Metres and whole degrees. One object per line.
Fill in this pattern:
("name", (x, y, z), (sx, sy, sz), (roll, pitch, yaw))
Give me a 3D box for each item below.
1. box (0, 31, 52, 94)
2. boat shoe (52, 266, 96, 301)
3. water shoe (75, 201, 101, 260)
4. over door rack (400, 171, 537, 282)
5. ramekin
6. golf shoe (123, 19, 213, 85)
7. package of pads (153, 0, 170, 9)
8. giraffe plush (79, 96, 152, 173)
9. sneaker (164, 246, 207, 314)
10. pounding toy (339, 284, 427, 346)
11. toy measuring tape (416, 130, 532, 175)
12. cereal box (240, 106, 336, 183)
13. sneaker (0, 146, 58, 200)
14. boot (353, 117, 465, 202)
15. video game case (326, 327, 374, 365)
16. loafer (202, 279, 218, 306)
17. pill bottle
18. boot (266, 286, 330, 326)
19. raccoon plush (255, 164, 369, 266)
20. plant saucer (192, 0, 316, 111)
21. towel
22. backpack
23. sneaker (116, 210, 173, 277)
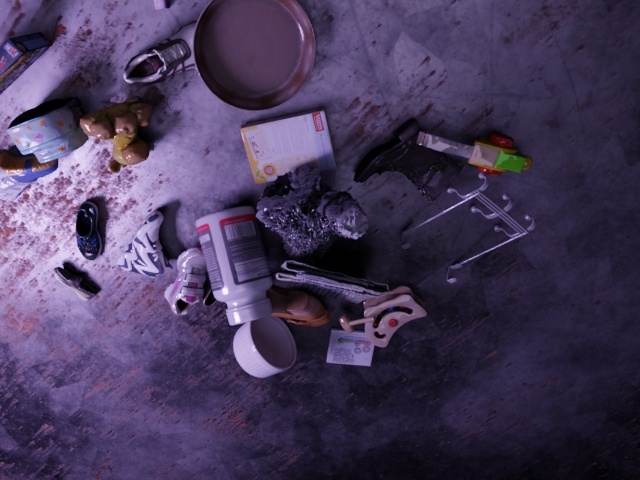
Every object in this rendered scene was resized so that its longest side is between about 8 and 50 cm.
("box", (-0.807, -0.431, 1.353), (0.233, 0.159, 0.044), (-34, 113, 16))
("boat shoe", (-0.783, 0.131, 1.706), (0.049, 0.056, 0.152), (-33, 122, 11))
("water shoe", (-0.713, -0.017, 1.610), (0.073, 0.080, 0.203), (6, 117, -2))
("over door rack", (0.429, -0.041, 1.582), (0.239, 0.108, 0.324), (34, 126, -23))
("ramekin", (-0.188, 0.345, 1.734), (0.109, 0.207, 0.207), (-35, 112, 26))
("golf shoe", (-0.376, -0.465, 1.359), (0.273, 0.120, 0.105), (-26, 113, 11))
("package of pads", (-0.397, -0.616, 1.317), (0.032, 0.050, 0.083), (-3, 117, 2))
("giraffe plush", (-0.526, -0.272, 1.428), (0.181, 0.210, 0.170), (-21, 124, -17))
("sneaker", (-0.401, 0.134, 1.656), (0.103, 0.111, 0.252), (6, 125, -34))
("pounding toy", (0.211, 0.268, 1.710), (0.270, 0.155, 0.154), (-23, 107, 11))
("toy measuring tape", (0.423, -0.255, 1.473), (0.330, 0.121, 0.121), (13, 117, -3))
("cereal box", (-0.087, -0.265, 1.500), (0.240, 0.047, 0.173), (-10, 119, 4))
("sneaker", (-0.879, -0.183, 1.528), (0.297, 0.111, 0.131), (-10, 138, 4))
("boot", (0.253, -0.191, 1.515), (0.263, 0.091, 0.229), (-39, 110, 16))
("video game case", (0.107, 0.370, 1.844), (0.157, 0.019, 0.143), (5, 117, -3))
("loafer", (-0.280, 0.110, 1.673), (0.096, 0.084, 0.267), (35, 112, -16))
("pill bottle", (-0.238, 0.073, 1.536), (0.176, 0.176, 0.318), (-15, 88, 8))
("boot", (-0.118, 0.211, 1.707), (0.284, 0.109, 0.220), (-3, 157, 21))
("raccoon plush", (0.000, 0.000, 1.438), (0.216, 0.446, 0.299), (-34, 125, -5))
("plant saucer", (-0.167, -0.486, 1.353), (0.311, 0.050, 0.310), (-8, 121, -13))
("towel", (0.013, 0.138, 1.586), (0.312, 0.324, 0.056), (15, 76, -8))
("backpack", (-0.714, -0.287, 1.400), (0.166, 0.188, 0.144), (-18, 109, 3))
("sneaker", (-0.501, 0.026, 1.628), (0.153, 0.094, 0.235), (32, 110, -20))
